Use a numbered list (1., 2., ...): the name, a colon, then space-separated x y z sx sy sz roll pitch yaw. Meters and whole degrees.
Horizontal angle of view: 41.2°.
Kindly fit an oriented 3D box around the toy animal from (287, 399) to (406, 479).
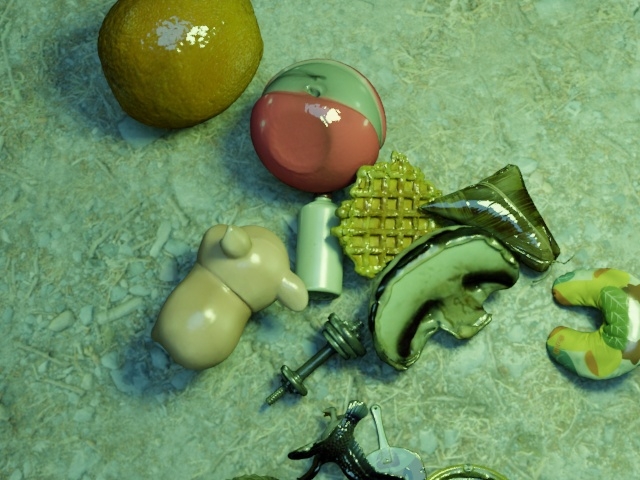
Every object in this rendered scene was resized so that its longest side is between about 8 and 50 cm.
1. toy animal: 0.029 0.413 1.679 0.272 0.197 0.160 31 49 -23

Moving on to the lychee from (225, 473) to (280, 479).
1. lychee: -0.132 0.564 1.567 0.274 0.255 0.255 -37 73 12

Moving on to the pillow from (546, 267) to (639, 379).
1. pillow: 0.566 0.167 1.723 0.214 0.086 0.233 1 72 36

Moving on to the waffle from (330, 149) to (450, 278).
1. waffle: 0.151 -0.035 1.780 0.291 0.051 0.291 -3 98 -26

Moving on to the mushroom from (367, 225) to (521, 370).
1. mushroom: 0.238 0.106 1.737 0.247 0.130 0.344 40 96 -21

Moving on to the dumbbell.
1. dumbbell: -0.011 0.249 1.740 0.254 0.110 0.110 -41 74 -3

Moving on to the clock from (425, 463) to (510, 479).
1. clock: 0.286 0.545 1.628 0.236 0.057 0.237 -3 51 4

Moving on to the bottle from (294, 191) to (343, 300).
1. bottle: 0.000 0.000 1.815 0.104 0.104 0.245 2 73 4

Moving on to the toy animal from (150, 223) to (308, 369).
1. toy animal: -0.196 0.106 1.716 0.237 0.269 0.326 47 42 -24

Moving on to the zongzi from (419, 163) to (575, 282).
1. zongzi: 0.361 -0.011 1.779 0.241 0.111 0.248 -22 73 -15

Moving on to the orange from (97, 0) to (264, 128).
1. orange: -0.298 -0.417 1.864 0.357 0.322 0.322 -28 72 -17

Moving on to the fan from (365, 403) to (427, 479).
1. fan: 0.136 0.442 1.714 0.152 0.008 0.227 -11 73 0

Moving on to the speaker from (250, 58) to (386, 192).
1. speaker: -0.002 -0.252 1.825 0.294 0.294 0.294 -1 72 3
